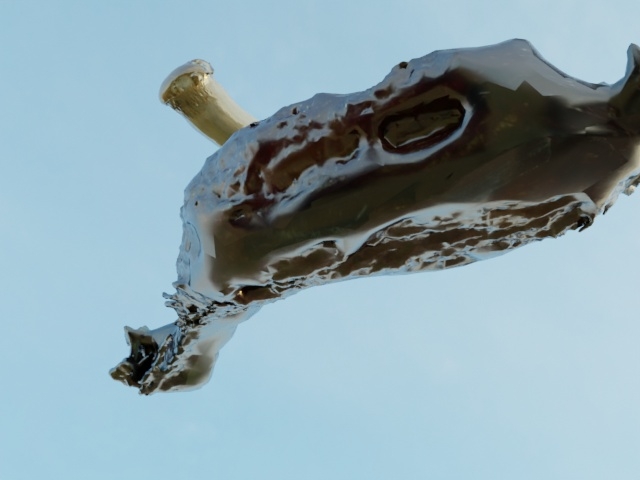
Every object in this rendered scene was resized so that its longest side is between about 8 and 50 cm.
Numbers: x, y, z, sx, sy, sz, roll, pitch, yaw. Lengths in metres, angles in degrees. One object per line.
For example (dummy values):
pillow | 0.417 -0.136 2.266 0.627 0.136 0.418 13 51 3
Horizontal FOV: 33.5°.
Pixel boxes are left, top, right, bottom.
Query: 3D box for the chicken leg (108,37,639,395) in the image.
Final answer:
chicken leg | 0.000 0.000 0.371 0.253 0.051 0.106 -27 -33 34

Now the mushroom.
mushroom | -0.100 -0.139 1.296 0.209 0.084 0.071 37 -69 -12
